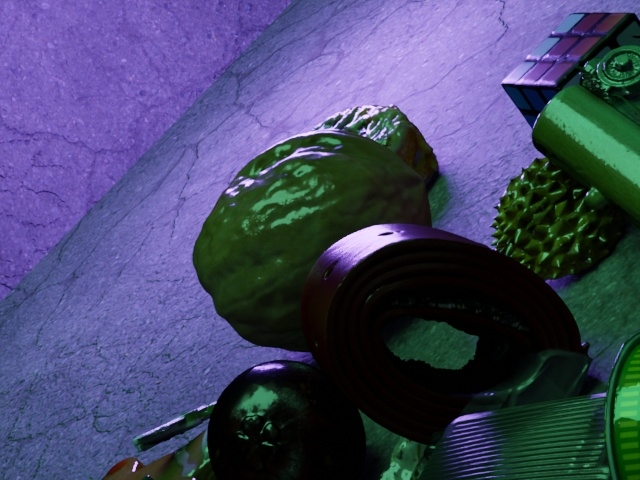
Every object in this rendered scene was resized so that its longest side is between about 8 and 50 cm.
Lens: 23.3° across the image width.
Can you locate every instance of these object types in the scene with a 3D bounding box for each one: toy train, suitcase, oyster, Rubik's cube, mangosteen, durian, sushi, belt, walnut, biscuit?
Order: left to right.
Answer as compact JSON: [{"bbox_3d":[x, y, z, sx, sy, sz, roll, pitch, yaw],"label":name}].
[{"bbox_3d":[-0.305,0.397,2.198,0.432,0.064,0.283,-26,24,33],"label":"biscuit"},{"bbox_3d":[-0.038,0.243,1.882,0.210,0.210,0.210,-35,20,15],"label":"mangosteen"},{"bbox_3d":[-0.001,-0.003,2.200,0.344,0.306,0.306,-27,22,14],"label":"walnut"},{"bbox_3d":[0.065,-0.125,2.543,0.184,0.139,0.274,-46,24,-14],"label":"sushi"},{"bbox_3d":[0.116,0.267,1.741,0.108,0.053,0.166,-52,23,-8],"label":"oyster"},{"bbox_3d":[0.139,0.110,1.704,0.227,0.324,0.115,-67,18,5],"label":"belt"},{"bbox_3d":[0.204,0.257,1.490,0.312,0.128,0.202,-16,31,47],"label":"suitcase"},{"bbox_3d":[0.301,-0.028,1.971,0.182,0.165,0.132,-10,-14,-2],"label":"durian"},{"bbox_3d":[0.374,-0.203,2.122,0.163,0.162,0.160,-45,21,-11],"label":"Rubik's cube"},{"bbox_3d":[0.383,-0.116,1.839,0.189,0.126,0.307,-33,47,-14],"label":"toy train"}]

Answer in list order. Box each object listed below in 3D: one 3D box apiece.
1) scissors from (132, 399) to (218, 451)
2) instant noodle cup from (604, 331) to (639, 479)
[{"bbox_3d":[-0.190,0.258,2.218,0.204,0.027,0.101,-21,-6,-46],"label":"scissors"},{"bbox_3d":[0.388,0.157,1.302,0.233,0.207,0.207,-14,32,39],"label":"instant noodle cup"}]
